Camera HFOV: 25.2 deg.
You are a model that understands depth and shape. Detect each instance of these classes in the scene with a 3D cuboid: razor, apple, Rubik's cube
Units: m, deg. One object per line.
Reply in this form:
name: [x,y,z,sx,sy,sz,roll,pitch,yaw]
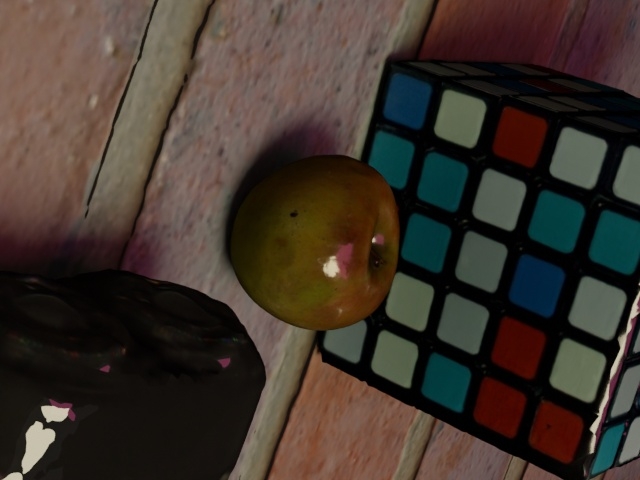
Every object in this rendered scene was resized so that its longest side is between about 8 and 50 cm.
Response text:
razor: [-0.138,0.170,0.583,0.189,0.107,0.327,6,106,-58]
apple: [0.000,0.000,0.711,0.089,0.074,0.089,-35,135,-43]
Rubik's cube: [0.134,0.007,0.814,0.184,0.182,0.187,-5,113,-56]
